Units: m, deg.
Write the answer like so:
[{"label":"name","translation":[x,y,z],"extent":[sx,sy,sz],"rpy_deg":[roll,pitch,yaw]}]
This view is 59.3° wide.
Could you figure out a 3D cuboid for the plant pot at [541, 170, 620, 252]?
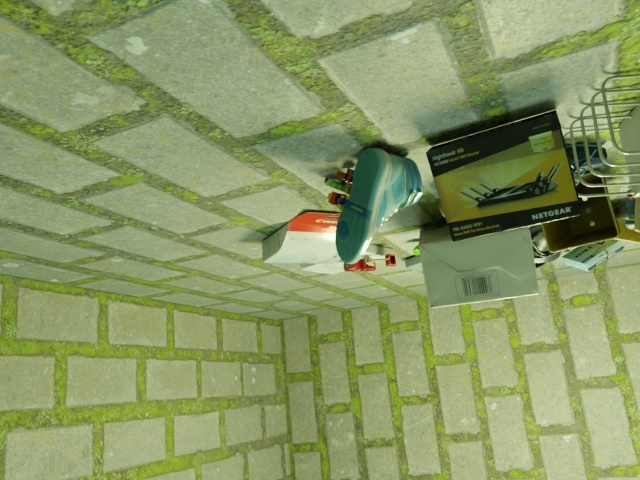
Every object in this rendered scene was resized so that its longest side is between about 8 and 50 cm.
[{"label":"plant pot","translation":[0.843,-0.094,1.819],"extent":[0.212,0.212,0.187],"rpy_deg":[-18,174,38]}]

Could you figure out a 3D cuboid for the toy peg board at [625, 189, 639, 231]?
[{"label":"toy peg board","translation":[1.090,-0.102,1.943],"extent":[0.161,0.161,0.079],"rpy_deg":[8,174,-41]}]

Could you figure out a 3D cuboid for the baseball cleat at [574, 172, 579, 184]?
[{"label":"baseball cleat","translation":[0.668,-0.172,1.689],"extent":[0.206,0.072,0.109],"rpy_deg":[2,170,-12]}]

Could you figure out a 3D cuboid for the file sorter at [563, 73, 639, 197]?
[{"label":"file sorter","translation":[0.681,-0.228,1.270],"extent":[0.173,0.192,0.277],"rpy_deg":[-4,165,4]}]

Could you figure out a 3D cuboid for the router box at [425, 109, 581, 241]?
[{"label":"router box","translation":[0.441,-0.149,1.362],"extent":[0.309,0.242,0.081],"rpy_deg":[-14,-167,27]}]

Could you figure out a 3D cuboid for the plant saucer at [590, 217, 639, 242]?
[{"label":"plant saucer","translation":[1.188,-0.031,2.128],"extent":[0.333,0.080,0.333],"rpy_deg":[14,-174,28]}]

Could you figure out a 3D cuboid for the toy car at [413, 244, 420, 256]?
[{"label":"toy car","translation":[0.495,0.025,2.318],"extent":[0.225,0.053,0.239],"rpy_deg":[-3,148,12]}]

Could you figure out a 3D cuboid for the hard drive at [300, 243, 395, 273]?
[{"label":"hard drive","translation":[0.117,0.083,2.464],"extent":[0.353,0.047,0.233],"rpy_deg":[-18,160,40]}]

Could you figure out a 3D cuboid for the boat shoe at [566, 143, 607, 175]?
[{"label":"boat shoe","translation":[0.650,-0.201,1.538],"extent":[0.259,0.088,0.109],"rpy_deg":[-7,165,4]}]

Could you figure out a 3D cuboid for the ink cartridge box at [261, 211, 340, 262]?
[{"label":"ink cartridge box","translation":[0.000,0.000,2.046],"extent":[0.308,0.091,0.385],"rpy_deg":[3,164,-29]}]

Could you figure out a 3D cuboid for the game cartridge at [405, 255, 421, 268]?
[{"label":"game cartridge","translation":[0.557,0.101,2.670],"extent":[0.297,0.062,0.198],"rpy_deg":[6,165,-35]}]

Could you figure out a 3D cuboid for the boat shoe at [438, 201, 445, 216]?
[{"label":"boat shoe","translation":[0.481,-0.110,1.811],"extent":[0.117,0.123,0.324],"rpy_deg":[24,-168,32]}]

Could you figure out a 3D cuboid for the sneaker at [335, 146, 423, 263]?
[{"label":"sneaker","translation":[0.170,-0.082,1.491],"extent":[0.208,0.318,0.127],"rpy_deg":[-1,-151,-39]}]

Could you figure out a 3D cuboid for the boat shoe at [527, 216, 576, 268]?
[{"label":"boat shoe","translation":[0.903,0.006,2.260],"extent":[0.187,0.155,0.500],"rpy_deg":[-4,163,1]}]

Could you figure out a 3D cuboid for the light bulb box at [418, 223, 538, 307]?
[{"label":"light bulb box","translation":[0.537,0.061,1.974],"extent":[0.358,0.225,0.361],"rpy_deg":[-9,-172,13]}]

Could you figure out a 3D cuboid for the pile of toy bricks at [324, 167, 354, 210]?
[{"label":"pile of toy bricks","translation":[0.061,-0.146,1.563],"extent":[0.105,0.118,0.212],"rpy_deg":[26,-170,24]}]

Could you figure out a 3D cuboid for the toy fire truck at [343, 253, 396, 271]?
[{"label":"toy fire truck","translation":[0.206,0.096,2.362],"extent":[0.192,0.047,0.135],"rpy_deg":[1,163,-19]}]

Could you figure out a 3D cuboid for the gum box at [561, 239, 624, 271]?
[{"label":"gum box","translation":[1.033,0.047,2.143],"extent":[0.157,0.041,0.184],"rpy_deg":[-33,-174,3]}]
